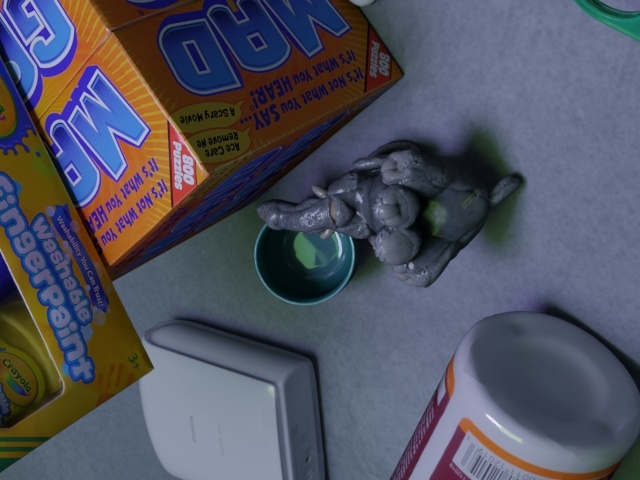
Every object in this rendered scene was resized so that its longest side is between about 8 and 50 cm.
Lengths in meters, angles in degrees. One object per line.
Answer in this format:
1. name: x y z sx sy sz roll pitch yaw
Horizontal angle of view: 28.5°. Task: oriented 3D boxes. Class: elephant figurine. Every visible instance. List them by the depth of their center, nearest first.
1. elephant figurine: 0.074 -0.048 1.503 0.186 0.169 0.239 29 174 -29

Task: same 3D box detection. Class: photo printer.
1. photo printer: -0.145 0.259 1.880 0.307 0.107 0.256 14 120 35

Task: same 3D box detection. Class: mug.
1. mug: -0.001 0.010 1.628 0.158 0.097 0.129 -19 92 10

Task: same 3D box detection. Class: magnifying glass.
1. magnifying glass: 0.330 -0.203 1.223 0.231 0.026 0.092 39 161 -13

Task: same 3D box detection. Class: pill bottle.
1. pill bottle: 0.206 0.293 1.515 0.224 0.224 0.392 38 132 20

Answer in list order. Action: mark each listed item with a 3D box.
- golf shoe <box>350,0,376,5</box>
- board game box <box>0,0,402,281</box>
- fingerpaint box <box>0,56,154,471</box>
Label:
1. golf shoe: 0.001 -0.347 1.455 0.067 0.086 0.186 -32 91 44
2. board game box: -0.204 -0.202 1.513 0.356 0.356 0.356 55 135 2
3. fingerpaint box: -0.435 0.036 1.322 0.163 0.371 0.445 -16 102 44
